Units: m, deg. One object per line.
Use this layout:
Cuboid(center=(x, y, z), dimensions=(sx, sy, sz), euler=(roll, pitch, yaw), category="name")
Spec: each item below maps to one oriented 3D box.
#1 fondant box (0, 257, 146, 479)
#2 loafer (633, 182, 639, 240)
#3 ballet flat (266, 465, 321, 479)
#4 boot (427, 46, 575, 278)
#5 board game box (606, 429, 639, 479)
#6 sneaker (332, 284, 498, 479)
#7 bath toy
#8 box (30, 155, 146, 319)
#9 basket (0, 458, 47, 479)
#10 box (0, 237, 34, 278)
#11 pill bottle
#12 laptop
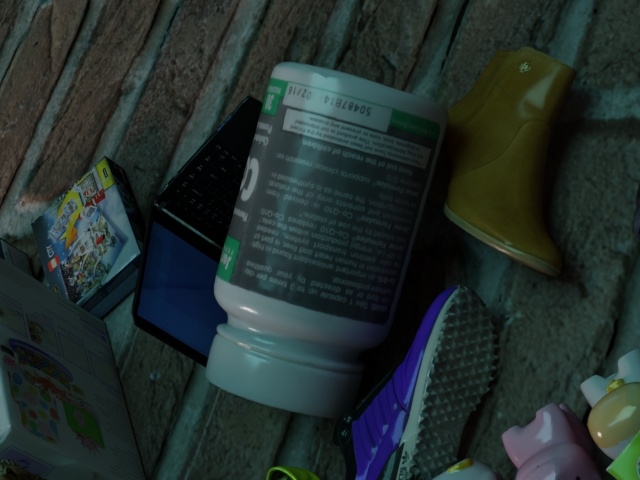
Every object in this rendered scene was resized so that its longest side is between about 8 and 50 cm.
Cuboid(center=(-0.355, 0.187, 1.872), dimensions=(0.096, 0.238, 0.330), euler=(-40, 42, 14), category="fondant box")
Cuboid(center=(0.434, -0.087, 1.433), dimensions=(0.302, 0.109, 0.095), euler=(-25, 43, 33), category="loafer")
Cuboid(center=(-0.028, 0.340, 1.581), dimensions=(0.077, 0.077, 0.231), euler=(-28, 46, 25), category="ballet flat")
Cuboid(center=(0.219, -0.099, 1.633), dimensions=(0.211, 0.104, 0.295), euler=(-56, 34, 7), category="boot")
Cuboid(center=(0.435, 0.133, 1.209), dimensions=(0.233, 0.078, 0.347), euler=(40, 93, 17), category="board game box")
Cuboid(center=(0.082, 0.180, 1.573), dimensions=(0.146, 0.102, 0.293), euler=(-1, 62, 44), category="sneaker")
Cuboid(center=(0.241, 0.210, 1.390), dimensions=(0.348, 0.151, 0.129), euler=(-36, 72, 22), category="bath toy")
Cuboid(center=(-0.324, 0.006, 2.121), dimensions=(0.159, 0.044, 0.233), euler=(-41, 42, 13), category="box")
Cuboid(center=(-0.346, 0.401, 1.668), dimensions=(0.223, 0.299, 0.214), euler=(-16, 54, 32), category="basket")
Cuboid(center=(-0.520, 0.189, 2.159), dimensions=(0.295, 0.073, 0.293), euler=(-41, 41, 15), category="box")
Cuboid(center=(0.000, 0.000, 1.646), dimensions=(0.204, 0.204, 0.361), euler=(18, 94, 48), category="pill bottle")
Cuboid(center=(-0.074, 0.013, 1.735), dimensions=(0.264, 0.234, 0.136), euler=(-46, 41, 9), category="laptop")
